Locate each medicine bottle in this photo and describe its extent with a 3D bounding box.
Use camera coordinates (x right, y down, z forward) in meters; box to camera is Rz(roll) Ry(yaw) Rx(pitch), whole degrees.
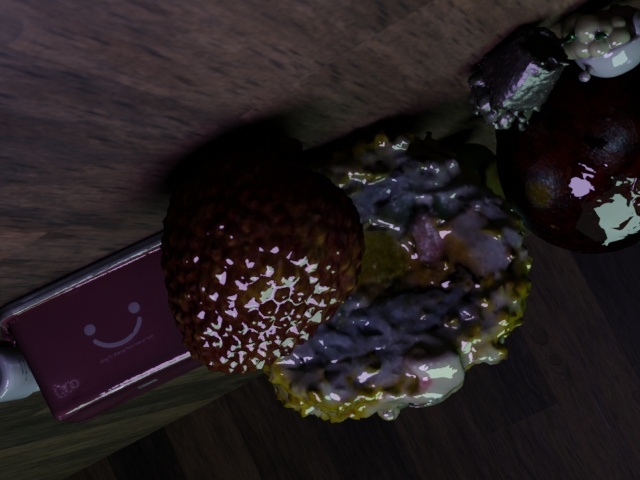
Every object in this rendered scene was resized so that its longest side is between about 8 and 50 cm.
[{"bbox_3d":[-0.454,0.194,1.689,0.080,0.080,0.130,-29,170,14],"label":"medicine bottle"}]

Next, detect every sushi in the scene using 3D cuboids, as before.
[{"bbox_3d":[0.074,0.056,1.520,0.396,0.351,0.240,-23,169,-12],"label":"sushi"}]

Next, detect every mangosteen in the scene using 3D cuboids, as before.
[{"bbox_3d":[0.380,-0.127,1.623,0.311,0.311,0.311,-25,170,-5],"label":"mangosteen"}]

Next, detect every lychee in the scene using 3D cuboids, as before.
[{"bbox_3d":[-0.068,0.017,1.285,0.236,0.236,0.271,0,114,-68],"label":"lychee"}]

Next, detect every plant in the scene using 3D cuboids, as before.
[{"bbox_3d":[0.238,-0.193,1.411,0.092,0.094,0.143,-8,157,-28],"label":"plant"}]

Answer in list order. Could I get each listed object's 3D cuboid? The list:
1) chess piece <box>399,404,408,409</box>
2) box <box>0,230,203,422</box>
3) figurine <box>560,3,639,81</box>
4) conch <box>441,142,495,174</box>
[{"bbox_3d":[0.080,0.156,2.111,0.182,0.330,0.182,-25,171,-4],"label":"chess piece"},{"bbox_3d":[-0.262,0.121,1.556,0.294,0.167,0.193,-25,172,-4],"label":"box"},{"bbox_3d":[0.382,-0.264,1.435,0.197,0.093,0.147,-30,-165,-25],"label":"figurine"},{"bbox_3d":[0.174,-0.076,1.785,0.251,0.143,0.137,-9,125,-17],"label":"conch"}]
